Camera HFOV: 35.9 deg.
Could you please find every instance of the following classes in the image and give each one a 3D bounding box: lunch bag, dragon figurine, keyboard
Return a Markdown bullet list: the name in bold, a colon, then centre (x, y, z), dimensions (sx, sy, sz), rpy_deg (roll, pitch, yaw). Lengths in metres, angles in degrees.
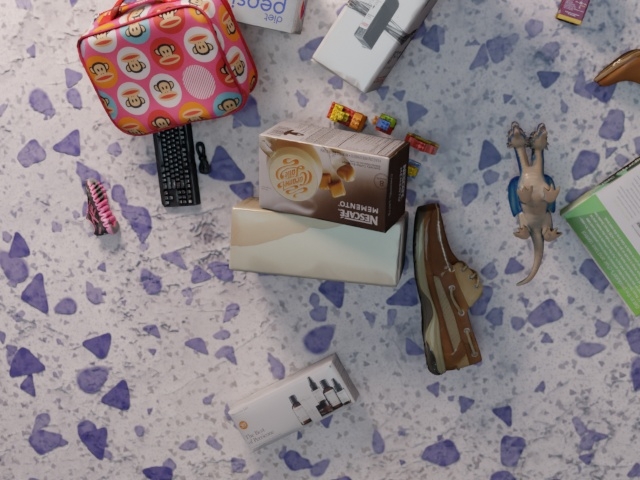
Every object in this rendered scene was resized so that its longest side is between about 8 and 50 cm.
- **lunch bag**: centre (-0.281, -0.332, 1.758), dimensions (0.293, 0.120, 0.258), rpy_deg (-8, 125, 24)
- **dragon figurine**: centre (0.381, -0.069, 1.765), dimensions (0.085, 0.144, 0.289), rpy_deg (-5, 119, 9)
- **keyboard**: centre (-0.266, -0.155, 1.897), dimensions (0.108, 0.023, 0.180), rpy_deg (-4, 101, 11)

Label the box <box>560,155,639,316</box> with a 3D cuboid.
- **box**: centre (0.623, -0.047, 1.744), dimensions (0.322, 0.058, 0.232), rpy_deg (-35, 93, 13)

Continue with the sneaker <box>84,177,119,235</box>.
- **sneaker**: centre (-0.443, -0.062, 1.939), dimensions (0.057, 0.047, 0.119), rpy_deg (-17, 96, 24)

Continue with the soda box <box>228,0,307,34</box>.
- **soda box**: centre (-0.169, -0.449, 1.786), dimensions (0.286, 0.091, 0.098), rpy_deg (14, 103, 7)

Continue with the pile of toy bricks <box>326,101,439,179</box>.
- **pile of toy bricks**: centre (0.098, -0.169, 1.786), dimensions (0.212, 0.105, 0.118), rpy_deg (23, 104, 5)

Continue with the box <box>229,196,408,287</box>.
- **box**: centre (0.000, 0.000, 1.818), dimensions (0.311, 0.148, 0.121), rpy_deg (5, 101, 8)

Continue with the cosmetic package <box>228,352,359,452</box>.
- **cosmetic package**: centre (-0.053, 0.318, 1.933), dimensions (0.239, 0.060, 0.099), rpy_deg (-29, 94, 14)

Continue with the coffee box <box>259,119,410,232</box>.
- **coffee box**: centre (0.022, -0.114, 1.724), dimensions (0.247, 0.098, 0.141), rpy_deg (13, 117, 22)

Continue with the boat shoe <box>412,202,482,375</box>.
- **boat shoe**: centre (0.236, 0.088, 1.815), dimensions (0.120, 0.122, 0.324), rpy_deg (-7, 108, 6)

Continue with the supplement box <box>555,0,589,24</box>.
- **supplement box**: centre (0.441, -0.417, 1.703), dimensions (0.043, 0.055, 0.083), rpy_deg (19, 104, 5)

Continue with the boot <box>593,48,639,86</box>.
- **boot**: centre (0.586, -0.266, 1.698), dimensions (0.197, 0.073, 0.152), rpy_deg (-24, 98, 15)

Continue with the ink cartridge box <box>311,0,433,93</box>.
- **ink cartridge box**: centre (0.116, -0.394, 1.691), dimensions (0.114, 0.197, 0.273), rpy_deg (36, 105, 2)
